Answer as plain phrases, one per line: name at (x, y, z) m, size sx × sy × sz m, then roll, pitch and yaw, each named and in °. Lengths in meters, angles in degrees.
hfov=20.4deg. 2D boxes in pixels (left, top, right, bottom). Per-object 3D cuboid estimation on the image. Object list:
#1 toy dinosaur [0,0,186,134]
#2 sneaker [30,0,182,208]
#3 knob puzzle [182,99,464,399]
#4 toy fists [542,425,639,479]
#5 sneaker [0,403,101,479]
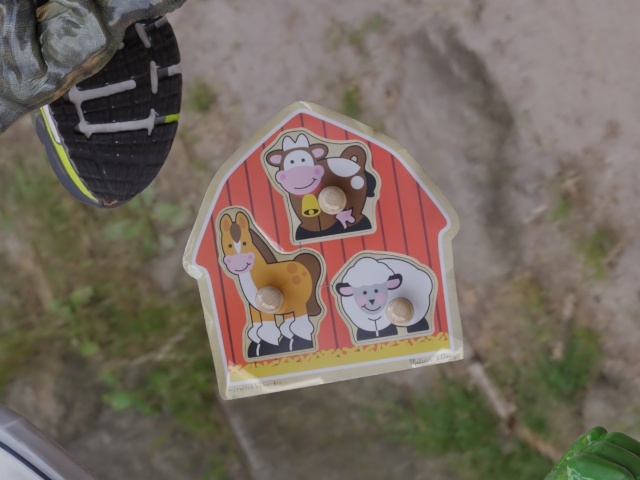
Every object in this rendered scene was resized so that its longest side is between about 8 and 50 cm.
toy dinosaur at (-0.185, -0.116, 1.024) m, size 0.268 × 0.064 × 0.118 m, roll -40°, pitch 94°, yaw 20°
sneaker at (-0.184, -0.157, 1.199) m, size 0.121 × 0.111 × 0.300 m, roll -37°, pitch 68°, yaw 53°
knob puzzle at (0.000, 0.000, 1.209) m, size 0.030 × 0.213 × 0.213 m, roll 9°, pitch -124°, yaw -88°
toy fists at (0.236, 0.229, 1.530) m, size 0.096 × 0.142 × 0.279 m, roll 45°, pitch -178°, yaw 16°
sneaker at (-0.189, 0.180, 1.121) m, size 0.258 × 0.091 × 0.094 m, roll 29°, pitch 142°, yaw 17°
